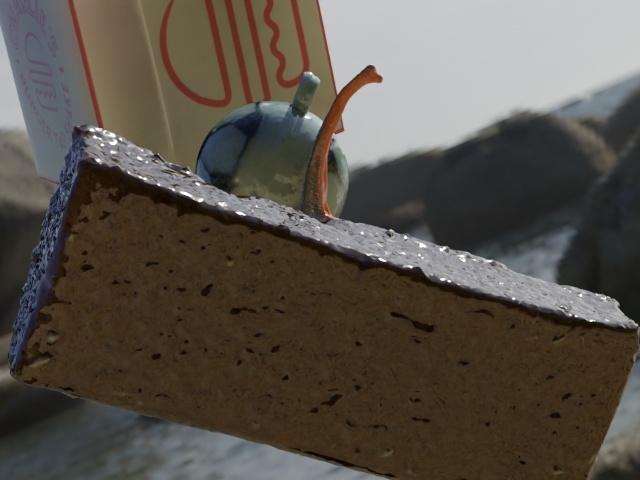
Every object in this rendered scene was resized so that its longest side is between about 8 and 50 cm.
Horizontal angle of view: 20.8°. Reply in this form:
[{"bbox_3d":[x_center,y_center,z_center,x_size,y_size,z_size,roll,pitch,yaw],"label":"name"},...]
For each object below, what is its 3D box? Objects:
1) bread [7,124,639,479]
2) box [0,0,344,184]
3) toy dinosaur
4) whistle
[{"bbox_3d":[0.007,0.065,1.179,0.417,0.165,0.113,18,15,-17],"label":"bread"},{"bbox_3d":[-0.188,-0.239,2.037,0.300,0.312,0.314,-18,16,-23],"label":"box"},{"bbox_3d":[0.005,0.001,1.374,0.055,0.279,0.101,9,-17,40],"label":"toy dinosaur"},{"bbox_3d":[-0.060,-0.029,1.705,0.163,0.289,0.163,21,8,-3],"label":"whistle"}]
